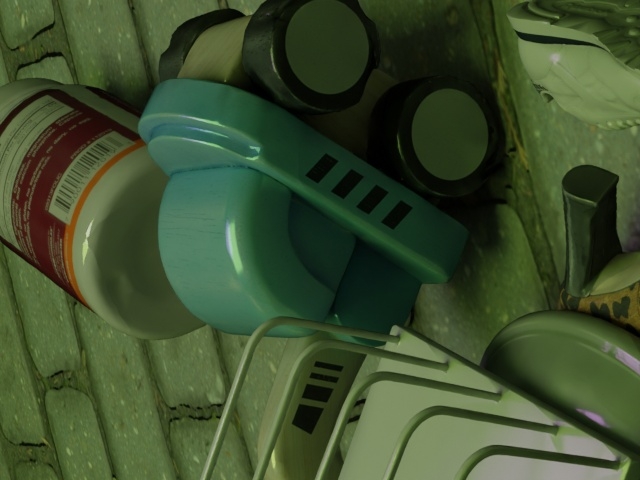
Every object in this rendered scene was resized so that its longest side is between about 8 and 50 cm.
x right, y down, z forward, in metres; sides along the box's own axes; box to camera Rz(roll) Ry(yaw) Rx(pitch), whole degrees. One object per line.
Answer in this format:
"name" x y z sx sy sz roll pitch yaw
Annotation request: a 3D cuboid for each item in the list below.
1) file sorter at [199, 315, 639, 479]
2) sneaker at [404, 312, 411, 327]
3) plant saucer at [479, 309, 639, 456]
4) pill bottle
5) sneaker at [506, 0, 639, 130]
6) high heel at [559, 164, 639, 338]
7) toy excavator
"file sorter" 0.059 0.188 1.273 0.278 0.173 0.192 28 101 50
"sneaker" 0.000 0.000 1.659 0.079 0.121 0.216 -39 69 57
"plant saucer" 0.224 0.254 1.353 0.400 0.101 0.400 45 150 35
"pill bottle" -0.258 -0.052 1.970 0.392 0.224 0.224 30 128 52
"sneaker" 0.235 -0.123 1.262 0.235 0.090 0.094 33 143 54
"high heel" 0.288 0.064 1.275 0.261 0.093 0.186 35 153 34
"toy excavator" -0.008 0.063 1.499 0.222 0.433 0.445 1 63 59
